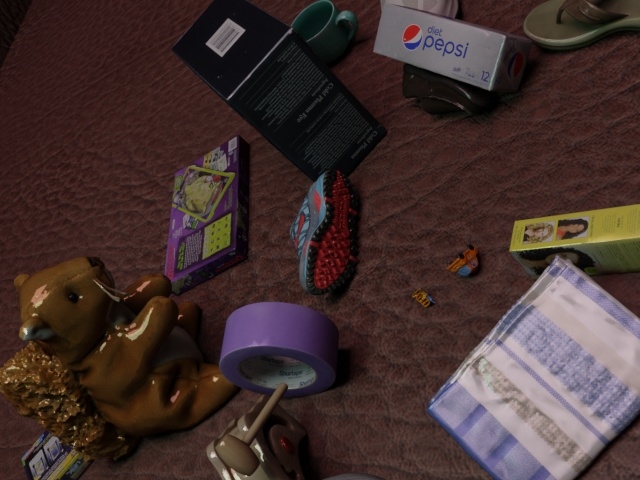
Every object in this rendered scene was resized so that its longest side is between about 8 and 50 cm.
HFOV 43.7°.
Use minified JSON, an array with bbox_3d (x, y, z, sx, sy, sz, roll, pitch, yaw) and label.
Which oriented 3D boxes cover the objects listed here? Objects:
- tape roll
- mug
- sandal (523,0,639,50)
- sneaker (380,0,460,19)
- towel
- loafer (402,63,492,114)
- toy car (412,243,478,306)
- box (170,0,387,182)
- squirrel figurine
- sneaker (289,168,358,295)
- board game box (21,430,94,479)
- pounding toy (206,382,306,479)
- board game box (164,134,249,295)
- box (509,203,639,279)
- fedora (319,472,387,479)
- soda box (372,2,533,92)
[{"bbox_3d":[-0.066,0.181,1.300,0.189,0.189,0.080,-19,48,32],"label":"tape roll"},{"bbox_3d":[0.012,-0.459,1.803,0.129,0.097,0.158,-50,40,-1],"label":"mug"},{"bbox_3d":[0.478,-0.398,1.326,0.303,0.086,0.120,-1,59,43],"label":"sandal"},{"bbox_3d":[0.136,-0.592,1.666,0.169,0.257,0.447,-31,43,22],"label":"sneaker"},{"bbox_3d":[0.298,0.185,1.037,0.285,0.034,0.209,-49,61,4],"label":"towel"},{"bbox_3d":[0.230,-0.267,1.479,0.220,0.080,0.078,39,122,50],"label":"loafer"},{"bbox_3d":[0.207,0.059,1.275,0.040,0.060,0.122,48,120,8],"label":"toy car"},{"bbox_3d":[-0.088,-0.303,1.606,0.179,0.312,0.343,-48,39,3],"label":"box"},{"bbox_3d":[-0.423,0.217,1.462,0.397,0.370,0.281,-42,40,10],"label":"squirrel figurine"},{"bbox_3d":[0.000,0.000,1.476,0.125,0.104,0.262,-35,34,45],"label":"sneaker"},{"bbox_3d":[-0.531,0.437,1.646,0.170,0.048,0.141,-49,41,1],"label":"board game box"},{"bbox_3d":[-0.058,0.309,1.176,0.155,0.154,0.269,-41,-3,10],"label":"pounding toy"},{"bbox_3d":[-0.250,-0.062,1.779,0.208,0.056,0.346,-24,46,23],"label":"board game box"},{"bbox_3d":[0.386,0.003,1.099,0.232,0.087,0.058,-10,52,40],"label":"box"},{"bbox_3d":[0.041,0.441,1.044,0.275,0.124,0.243,-30,45,10],"label":"fedora"},{"bbox_3d":[0.234,-0.353,1.453,0.286,0.091,0.098,29,115,40],"label":"soda box"}]
